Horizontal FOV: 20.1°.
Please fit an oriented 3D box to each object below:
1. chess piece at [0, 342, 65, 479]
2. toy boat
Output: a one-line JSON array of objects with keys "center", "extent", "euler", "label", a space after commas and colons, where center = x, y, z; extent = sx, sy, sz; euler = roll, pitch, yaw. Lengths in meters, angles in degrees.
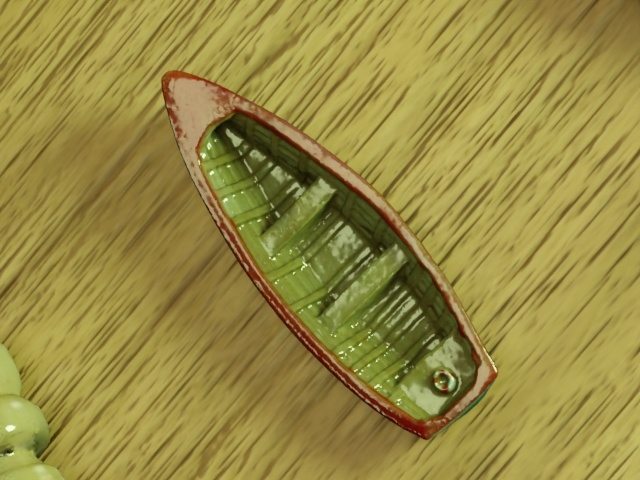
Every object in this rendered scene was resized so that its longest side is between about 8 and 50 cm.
[{"center": [-0.282, 0.200, 1.592], "extent": [0.143, 0.143, 0.261], "euler": [-32, 66, 11], "label": "chess piece"}, {"center": [0.000, 0.000, 1.548], "extent": [0.136, 0.079, 0.392], "euler": [-44, 73, 10], "label": "toy boat"}]
